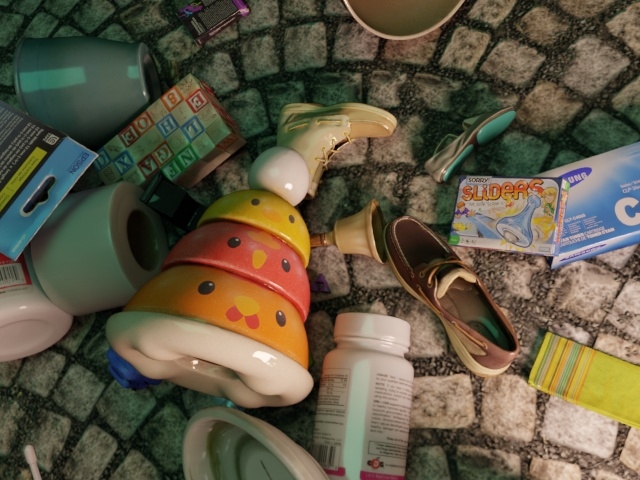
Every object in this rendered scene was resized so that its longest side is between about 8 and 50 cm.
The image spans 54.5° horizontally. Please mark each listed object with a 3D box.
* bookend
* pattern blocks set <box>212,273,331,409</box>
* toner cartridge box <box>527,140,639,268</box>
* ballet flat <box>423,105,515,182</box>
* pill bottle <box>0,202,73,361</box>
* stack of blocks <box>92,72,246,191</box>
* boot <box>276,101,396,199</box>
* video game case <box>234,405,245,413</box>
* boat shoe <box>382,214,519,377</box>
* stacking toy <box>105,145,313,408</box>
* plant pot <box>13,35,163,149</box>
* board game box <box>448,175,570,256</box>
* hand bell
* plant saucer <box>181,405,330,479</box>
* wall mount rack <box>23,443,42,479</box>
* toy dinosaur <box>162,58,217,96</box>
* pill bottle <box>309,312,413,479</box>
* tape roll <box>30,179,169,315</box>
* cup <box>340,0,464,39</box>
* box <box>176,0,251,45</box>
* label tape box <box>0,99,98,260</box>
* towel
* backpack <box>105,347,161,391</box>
[{"bbox_3d":[-0.260,-0.056,1.282,0.156,0.157,0.072,26,80,23],"label":"bookend"},{"bbox_3d":[-0.125,0.166,1.231,0.325,0.026,0.285,-40,65,-5],"label":"pattern blocks set"},{"bbox_3d":[0.559,-0.082,1.118,0.348,0.075,0.165,-18,64,8],"label":"toner cartridge box"},{"bbox_3d":[0.292,-0.206,1.239,0.213,0.072,0.068,-43,61,-3],"label":"ballet flat"},{"bbox_3d":[-0.694,0.034,1.326,0.229,0.229,0.407,-30,65,3],"label":"pill bottle"},{"bbox_3d":[-0.333,-0.197,1.358,0.297,0.087,0.171,-37,77,10],"label":"stack of blocks"},{"bbox_3d":[0.017,-0.182,1.289,0.262,0.095,0.203,7,71,19],"label":"boot"},{"bbox_3d":[-0.161,0.406,1.161,0.119,0.015,0.166,-37,65,-1],"label":"video game case"},{"bbox_3d":[0.232,0.076,1.104,0.123,0.123,0.341,-24,67,-14],"label":"boat shoe"},{"bbox_3d":[-0.135,0.026,1.107,0.351,0.350,0.479,7,63,17],"label":"stacking toy"},{"bbox_3d":[-0.502,-0.338,1.407,0.256,0.271,0.271,-9,68,1],"label":"plant pot"},{"bbox_3d":[0.338,-0.048,1.129,0.201,0.035,0.136,6,84,42],"label":"board game box"},{"bbox_3d":[0.000,0.000,1.222,0.242,0.126,0.126,-9,68,18],"label":"hand bell"},{"bbox_3d":[-0.067,0.431,0.992,0.400,0.400,0.101,42,43,24],"label":"plant saucer"},{"bbox_3d":[-0.626,0.544,1.170,0.351,0.130,0.303,-4,69,13],"label":"wall mount rack"},{"bbox_3d":[-0.303,-0.303,1.444,0.118,0.064,0.268,-14,72,14],"label":"toy dinosaur"},{"bbox_3d":[0.075,0.276,1.066,0.161,0.160,0.282,3,71,16],"label":"pill bottle"},{"bbox_3d":[-0.433,0.017,1.254,0.169,0.246,0.246,-12,67,10],"label":"tape roll"},{"bbox_3d":[0.141,-0.626,1.332,0.331,0.331,0.237,-36,39,0],"label":"cup"},{"bbox_3d":[-0.267,-0.569,1.548,0.162,0.029,0.116,-33,64,0],"label":"box"},{"bbox_3d":[-0.619,-0.124,1.202,0.348,0.115,0.249,28,74,12],"label":"label tape box"},{"bbox_3d":[0.481,0.242,1.047,0.237,0.021,0.102,20,77,20],"label":"towel"},{"bbox_3d":[-0.360,0.240,1.218,0.098,0.120,0.101,35,82,23],"label":"backpack"}]
